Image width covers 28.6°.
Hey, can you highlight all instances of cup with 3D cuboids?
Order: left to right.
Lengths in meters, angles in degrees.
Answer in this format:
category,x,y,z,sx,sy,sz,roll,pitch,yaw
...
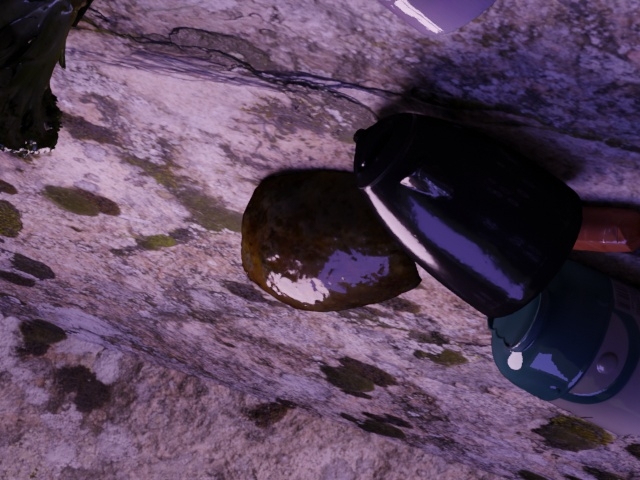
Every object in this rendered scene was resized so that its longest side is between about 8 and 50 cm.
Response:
category,x,y,z,sx,sy,sz,roll,pitch,yaw
cup,0.398,0.147,1.940,0.257,0.219,0.290,26,-171,-12

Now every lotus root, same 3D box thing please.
category,x,y,z,sx,sy,sz,roll,pitch,yaw
lotus root,-0.002,-0.004,1.960,0.314,0.210,0.142,-8,159,25

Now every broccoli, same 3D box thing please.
category,x,y,z,sx,sy,sz,roll,pitch,yaw
broccoli,-0.428,-0.257,1.625,0.321,0.283,0.304,54,-168,-9

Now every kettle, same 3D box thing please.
category,x,y,z,sx,sy,sz,roll,pitch,yaw
kettle,0.165,-0.060,1.683,0.290,0.207,0.268,32,-177,-15

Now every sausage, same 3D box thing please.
category,x,y,z,sx,sy,sz,roll,pitch,yaw
sausage,0.381,-0.016,1.742,0.169,0.065,0.065,5,153,36

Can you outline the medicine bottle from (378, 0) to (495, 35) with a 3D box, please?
category,x,y,z,sx,sy,sz,roll,pitch,yaw
medicine bottle,0.005,-0.354,1.084,0.378,0.213,0.213,32,155,-28
